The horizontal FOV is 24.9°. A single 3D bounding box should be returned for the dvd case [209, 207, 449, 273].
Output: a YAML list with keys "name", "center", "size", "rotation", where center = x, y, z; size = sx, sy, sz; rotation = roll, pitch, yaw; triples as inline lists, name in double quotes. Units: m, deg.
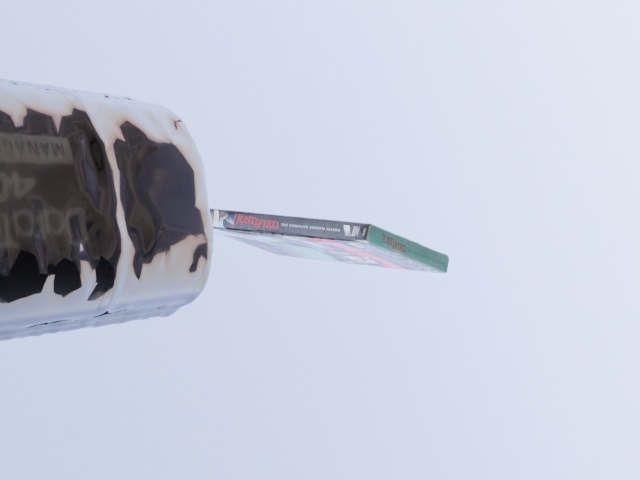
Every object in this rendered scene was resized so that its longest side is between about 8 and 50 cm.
- name: "dvd case"
  center: [0.000, 0.000, 0.810]
  size: [0.087, 0.119, 0.013]
  rotation: [20, -103, -54]

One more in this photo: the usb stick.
- name: "usb stick"
  center: [-0.102, -0.008, 0.383]
  size: [0.278, 0.045, 0.077]
  rotation: [-4, -95, -70]
